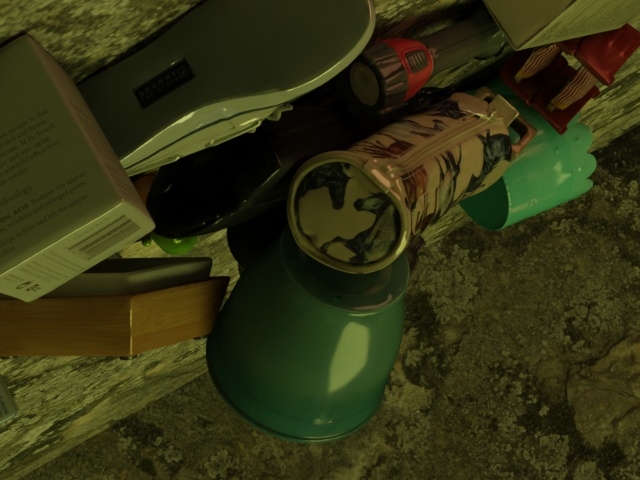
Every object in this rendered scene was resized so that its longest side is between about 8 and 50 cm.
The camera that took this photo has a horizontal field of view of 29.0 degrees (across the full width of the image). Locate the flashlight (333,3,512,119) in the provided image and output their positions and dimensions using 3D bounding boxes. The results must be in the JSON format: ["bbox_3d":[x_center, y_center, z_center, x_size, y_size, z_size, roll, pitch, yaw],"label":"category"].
[{"bbox_3d":[0.156,-0.257,1.712,0.304,0.103,0.103,-28,144,-38],"label":"flashlight"}]

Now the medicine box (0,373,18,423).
[{"bbox_3d":[-0.592,0.251,1.757,0.289,0.149,0.263,-28,180,-16],"label":"medicine box"}]

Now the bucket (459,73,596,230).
[{"bbox_3d":[0.336,-0.163,2.200,0.183,0.281,0.281,-26,169,-17],"label":"bucket"}]

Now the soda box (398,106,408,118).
[{"bbox_3d":[0.052,-0.170,1.920,0.169,0.060,0.053,-37,169,28],"label":"soda box"}]

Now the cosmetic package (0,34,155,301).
[{"bbox_3d":[-0.274,-0.062,1.159,0.151,0.184,0.151,-31,170,-1],"label":"cosmetic package"}]

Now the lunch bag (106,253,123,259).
[{"bbox_3d":[-0.315,0.063,1.933,0.053,0.083,0.071,-30,169,0],"label":"lunch bag"}]

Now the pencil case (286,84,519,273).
[{"bbox_3d":[0.115,-0.087,1.620,0.183,0.160,0.410,-57,167,31],"label":"pencil case"}]

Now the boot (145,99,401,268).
[{"bbox_3d":[-0.094,-0.054,1.708,0.367,0.146,0.445,-49,172,24],"label":"boot"}]

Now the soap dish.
[{"bbox_3d":[-0.303,0.092,1.704,0.290,0.118,0.229,-3,-176,29],"label":"soap dish"}]

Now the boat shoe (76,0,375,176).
[{"bbox_3d":[-0.103,-0.160,1.318,0.367,0.136,0.156,-29,170,8],"label":"boat shoe"}]

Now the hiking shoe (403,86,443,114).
[{"bbox_3d":[0.116,-0.185,2.029,0.227,0.086,0.114,-28,-174,9],"label":"hiking shoe"}]

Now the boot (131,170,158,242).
[{"bbox_3d":[-0.299,-0.023,1.616,0.197,0.073,0.152,-40,161,23],"label":"boot"}]

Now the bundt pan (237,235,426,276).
[{"bbox_3d":[0.000,0.000,2.058,0.330,0.124,0.331,-20,-143,16],"label":"bundt pan"}]

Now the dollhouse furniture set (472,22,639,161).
[{"bbox_3d":[0.321,-0.207,1.956,0.374,0.152,0.201,-46,176,-20],"label":"dollhouse furniture set"}]

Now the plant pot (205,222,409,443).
[{"bbox_3d":[0.001,0.100,1.711,0.271,0.272,0.255,-24,153,-34],"label":"plant pot"}]

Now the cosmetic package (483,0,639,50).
[{"bbox_3d":[0.377,-0.369,1.736,0.309,0.113,0.160,-18,164,-49],"label":"cosmetic package"}]

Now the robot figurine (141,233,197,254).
[{"bbox_3d":[-0.221,-0.015,1.868,0.101,0.067,0.115,-18,169,-1],"label":"robot figurine"}]
